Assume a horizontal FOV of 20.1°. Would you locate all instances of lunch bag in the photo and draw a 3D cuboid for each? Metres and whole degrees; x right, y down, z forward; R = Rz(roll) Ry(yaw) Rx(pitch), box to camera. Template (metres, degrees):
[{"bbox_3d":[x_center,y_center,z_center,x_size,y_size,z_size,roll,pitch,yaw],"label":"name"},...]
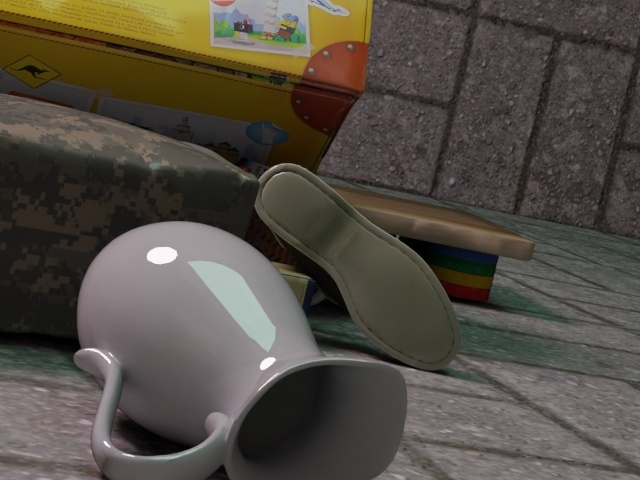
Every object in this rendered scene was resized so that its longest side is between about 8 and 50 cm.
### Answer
[{"bbox_3d":[-0.224,-0.028,1.382,0.235,0.169,0.287,9,11,-32],"label":"lunch bag"}]

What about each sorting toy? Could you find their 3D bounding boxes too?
[{"bbox_3d":[0.087,0.001,2.155,0.257,0.089,0.255,11,6,-16],"label":"sorting toy"}]

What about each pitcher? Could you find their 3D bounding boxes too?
[{"bbox_3d":[-0.078,0.073,1.038,0.178,0.125,0.207,-10,29,-33],"label":"pitcher"}]

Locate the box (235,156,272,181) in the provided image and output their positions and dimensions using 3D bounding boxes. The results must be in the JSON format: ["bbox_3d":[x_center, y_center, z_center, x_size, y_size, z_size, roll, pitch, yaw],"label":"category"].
[{"bbox_3d":[0.000,0.000,1.765,0.114,0.036,0.207,22,-17,36],"label":"box"}]

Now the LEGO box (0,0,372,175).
[{"bbox_3d":[-0.239,-0.173,1.786,0.500,0.193,0.372,12,-30,-11],"label":"LEGO box"}]

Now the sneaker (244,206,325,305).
[{"bbox_3d":[-0.084,-0.002,1.723,0.290,0.106,0.123,15,9,36],"label":"sneaker"}]

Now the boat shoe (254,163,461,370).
[{"bbox_3d":[0.036,0.023,1.572,0.228,0.081,0.068,46,-2,5],"label":"boat shoe"}]

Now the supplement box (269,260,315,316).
[{"bbox_3d":[-0.058,0.047,1.555,0.083,0.056,0.083,11,6,-16],"label":"supplement box"}]
